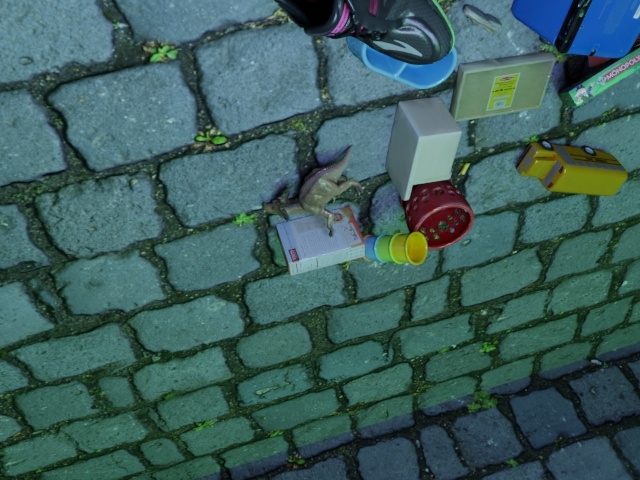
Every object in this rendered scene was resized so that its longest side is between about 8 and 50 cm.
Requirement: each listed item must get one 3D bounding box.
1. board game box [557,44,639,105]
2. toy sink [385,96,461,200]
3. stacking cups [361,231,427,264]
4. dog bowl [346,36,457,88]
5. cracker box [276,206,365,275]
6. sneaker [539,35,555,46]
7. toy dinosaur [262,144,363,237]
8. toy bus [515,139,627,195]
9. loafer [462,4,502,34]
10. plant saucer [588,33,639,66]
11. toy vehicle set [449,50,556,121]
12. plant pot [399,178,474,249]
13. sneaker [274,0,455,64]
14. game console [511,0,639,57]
[{"bbox_3d":[0.729,-0.422,1.775,0.213,0.046,0.317,-31,-178,17],"label":"board game box"},{"bbox_3d":[0.277,-0.244,1.862,0.131,0.153,0.234,-9,139,-14],"label":"toy sink"},{"bbox_3d":[0.163,0.019,2.041,0.316,0.096,0.096,2,163,47],"label":"stacking cups"},{"bbox_3d":[0.203,-0.457,1.644,0.297,0.074,0.166,13,131,-34],"label":"dog bowl"},{"bbox_3d":[0.000,0.000,2.020,0.232,0.156,0.067,-13,141,-8],"label":"cracker box"},{"bbox_3d":[0.641,-0.583,1.687,0.262,0.104,0.125,-34,132,2],"label":"sneaker"},{"bbox_3d":[-0.017,-0.137,1.888,0.200,0.127,0.296,19,122,-30],"label":"toy dinosaur"},{"bbox_3d":[0.773,-0.217,2.127,0.332,0.130,0.108,2,136,-26],"label":"toy bus"},{"bbox_3d":[0.386,-0.529,1.667,0.125,0.045,0.039,9,140,-35],"label":"loafer"},{"bbox_3d":[0.754,-0.571,1.648,0.259,0.048,0.258,-28,130,-1],"label":"plant saucer"},{"bbox_3d":[0.485,-0.411,1.850,0.266,0.035,0.166,-11,140,-12],"label":"toy vehicle set"},{"bbox_3d":[0.334,-0.096,2.040,0.191,0.174,0.191,-13,141,-10],"label":"plant pot"},{"bbox_3d":[0.052,-0.463,1.394,0.482,0.202,0.185,21,146,-19],"label":"sneaker"},{"bbox_3d":[0.612,-0.588,1.554,0.250,0.173,0.293,3,138,-9],"label":"game console"}]
